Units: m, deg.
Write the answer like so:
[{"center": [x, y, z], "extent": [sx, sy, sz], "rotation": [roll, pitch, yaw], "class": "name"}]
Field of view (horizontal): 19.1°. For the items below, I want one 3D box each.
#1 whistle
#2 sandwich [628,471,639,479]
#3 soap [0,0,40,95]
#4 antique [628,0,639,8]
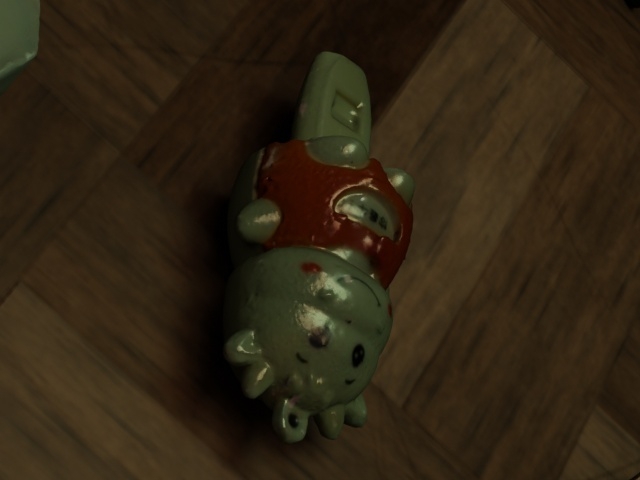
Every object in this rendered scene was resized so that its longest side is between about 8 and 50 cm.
[{"center": [0.000, 0.001, 1.077], "extent": [0.101, 0.106, 0.253], "rotation": [64, 28, -51], "class": "whistle"}, {"center": [0.331, 0.215, 1.100], "extent": [0.301, 0.099, 0.271], "rotation": [-22, 66, -2], "class": "sandwich"}, {"center": [-0.313, -0.174, 0.929], "extent": [0.347, 0.115, 0.208], "rotation": [52, 47, -1], "class": "soap"}, {"center": [0.219, -0.289, 1.402], "extent": [0.080, 0.081, 0.221], "rotation": [-28, 84, -43], "class": "antique"}]
